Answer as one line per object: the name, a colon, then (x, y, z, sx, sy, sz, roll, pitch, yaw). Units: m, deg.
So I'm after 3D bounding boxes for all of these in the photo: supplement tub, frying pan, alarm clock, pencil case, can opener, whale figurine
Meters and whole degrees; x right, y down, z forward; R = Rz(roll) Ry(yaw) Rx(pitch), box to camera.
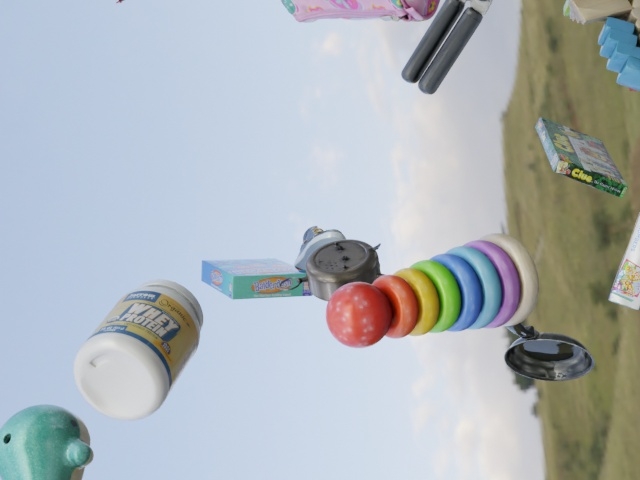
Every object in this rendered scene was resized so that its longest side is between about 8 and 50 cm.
supplement tub: (-0.266, 0.158, 1.524, 0.200, 0.144, 0.144, -63, -42, -59)
frying pan: (0.457, 0.232, 2.248, 0.326, 0.197, 0.053, 27, -126, -23)
alarm clock: (0.020, 0.054, 1.772, 0.129, 0.192, 0.064, -112, 6, -58)
pencil case: (0.063, -0.402, 1.613, 0.124, 0.284, 0.124, -12, -72, -44)
can opener: (0.229, -0.382, 1.718, 0.076, 0.283, 0.095, 37, -165, 16)
whale figurine: (-0.502, 0.415, 1.802, 0.141, 0.216, 0.272, 41, -154, -43)

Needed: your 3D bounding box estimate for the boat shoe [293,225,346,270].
boat shoe: (0.000, 0.000, 1.994, 0.065, 0.183, 0.083, 22, -120, -17)

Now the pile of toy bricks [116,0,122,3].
pile of toy bricks: (-0.443, -0.567, 2.198, 0.212, 0.118, 0.105, -34, -66, -29)

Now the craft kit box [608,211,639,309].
craft kit box: (0.553, -0.004, 1.694, 0.250, 0.061, 0.246, 10, -84, -69)

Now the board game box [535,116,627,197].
board game box: (0.482, -0.159, 1.899, 0.260, 0.136, 0.030, -82, 11, -66)

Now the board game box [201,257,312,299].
board game box: (-0.126, 0.071, 1.964, 0.210, 0.160, 0.047, -161, 72, -66)

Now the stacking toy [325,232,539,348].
stacking toy: (0.150, 0.085, 1.432, 0.330, 0.141, 0.141, -13, -88, -35)

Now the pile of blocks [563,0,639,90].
pile of blocks: (0.450, -0.302, 1.535, 0.112, 0.149, 0.362, 100, 153, -62)
